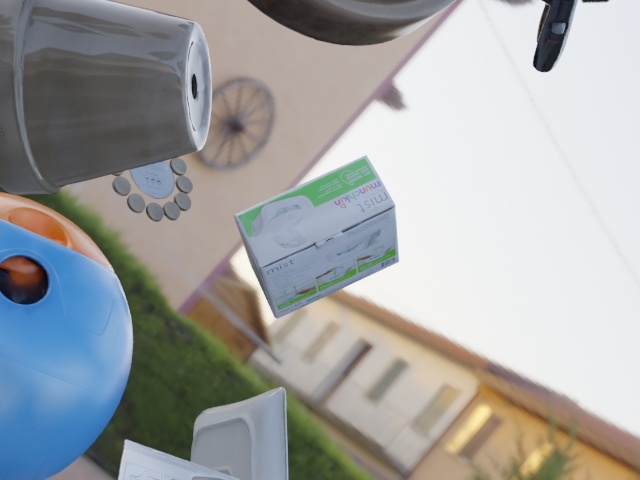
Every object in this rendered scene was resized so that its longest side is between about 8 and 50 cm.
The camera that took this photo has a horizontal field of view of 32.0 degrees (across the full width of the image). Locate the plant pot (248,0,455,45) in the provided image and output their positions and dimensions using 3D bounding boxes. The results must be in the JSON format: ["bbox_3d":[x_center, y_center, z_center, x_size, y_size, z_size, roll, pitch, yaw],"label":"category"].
[{"bbox_3d":[0.057,-0.295,0.788,0.263,0.263,0.229,44,-24,-15],"label":"plant pot"}]

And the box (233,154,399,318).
[{"bbox_3d":[0.000,0.000,2.005,0.231,0.262,0.126,76,-12,-63],"label":"box"}]

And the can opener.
[{"bbox_3d":[0.224,-0.206,1.040,0.073,0.059,0.186,20,-19,5],"label":"can opener"}]

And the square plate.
[{"bbox_3d":[-0.151,0.442,1.908,0.049,0.344,0.347,8,-18,-27],"label":"square plate"}]

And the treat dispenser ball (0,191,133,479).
[{"bbox_3d":[-0.323,0.097,1.053,0.288,0.288,0.288,40,-8,7],"label":"treat dispenser ball"}]

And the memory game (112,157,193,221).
[{"bbox_3d":[-0.308,-0.117,2.020,0.186,0.186,0.012,44,-48,-16],"label":"memory game"}]

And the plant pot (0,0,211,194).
[{"bbox_3d":[-0.315,-0.225,1.635,0.280,0.323,0.323,1,-17,7],"label":"plant pot"}]

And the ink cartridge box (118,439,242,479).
[{"bbox_3d":[-0.137,0.386,1.443,0.296,0.066,0.261,22,11,-11],"label":"ink cartridge box"}]
